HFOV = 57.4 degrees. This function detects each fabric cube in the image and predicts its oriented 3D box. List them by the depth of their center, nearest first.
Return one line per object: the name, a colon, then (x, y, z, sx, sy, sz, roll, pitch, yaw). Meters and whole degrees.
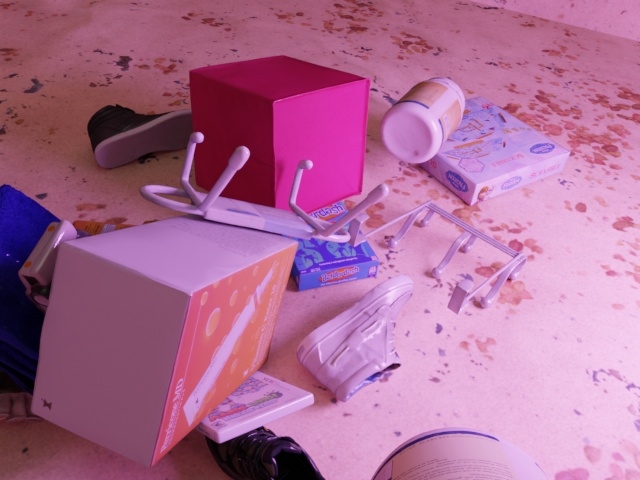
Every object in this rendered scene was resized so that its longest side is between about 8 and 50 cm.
fabric cube: (-0.082, -0.212, 1.185, 0.254, 0.259, 0.258, -24, 39, -39)

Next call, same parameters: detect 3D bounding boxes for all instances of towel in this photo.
towel: (-0.395, 0.070, 0.833, 0.076, 0.227, 0.308, -30, 39, 8)

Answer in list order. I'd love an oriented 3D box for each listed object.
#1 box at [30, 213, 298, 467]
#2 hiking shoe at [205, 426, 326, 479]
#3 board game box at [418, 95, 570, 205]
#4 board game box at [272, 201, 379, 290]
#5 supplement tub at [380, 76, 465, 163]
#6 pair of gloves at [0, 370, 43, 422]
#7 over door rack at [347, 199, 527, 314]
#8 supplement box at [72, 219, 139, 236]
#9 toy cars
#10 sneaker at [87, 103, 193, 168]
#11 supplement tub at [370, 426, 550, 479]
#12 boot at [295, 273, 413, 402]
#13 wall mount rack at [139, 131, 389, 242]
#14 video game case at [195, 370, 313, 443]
box: (-0.183, 0.099, 0.786, 0.168, 0.215, 0.345, 19, 14, 13)
hiking shoe: (-0.064, 0.282, 0.767, 0.227, 0.114, 0.086, 30, 45, 25)
board game box: (0.391, -0.238, 1.467, 0.319, 0.065, 0.318, -19, 47, -25)
board game box: (0.000, 0.000, 1.154, 0.160, 0.047, 0.210, -10, 42, -19)
supplement tub: (0.239, -0.280, 1.340, 0.144, 0.144, 0.199, 25, 45, 20)
pair of gloves: (-0.380, 0.186, 0.892, 0.240, 0.042, 0.204, 0, 41, -9)
over door rack: (0.214, 0.032, 1.080, 0.240, 0.108, 0.324, 34, 27, 27)
supplement box: (-0.335, 0.023, 1.059, 0.234, 0.078, 0.080, 3, 41, -3)
toy cars: (-0.305, 0.054, 0.853, 0.087, 0.176, 0.394, 5, 4, 14)
sneaker: (-0.407, -0.277, 1.372, 0.296, 0.104, 0.147, -25, 55, -26)
supplement tub: (0.145, 0.330, 0.547, 0.236, 0.235, 0.325, 14, 0, 9)
boot: (0.092, 0.162, 0.963, 0.258, 0.095, 0.123, -32, 63, -29)
wall mount rack: (-0.076, -0.075, 0.873, 0.350, 0.130, 0.304, 10, 13, -26)
video game case: (-0.114, 0.227, 0.820, 0.157, 0.019, 0.143, -11, 12, -40)
